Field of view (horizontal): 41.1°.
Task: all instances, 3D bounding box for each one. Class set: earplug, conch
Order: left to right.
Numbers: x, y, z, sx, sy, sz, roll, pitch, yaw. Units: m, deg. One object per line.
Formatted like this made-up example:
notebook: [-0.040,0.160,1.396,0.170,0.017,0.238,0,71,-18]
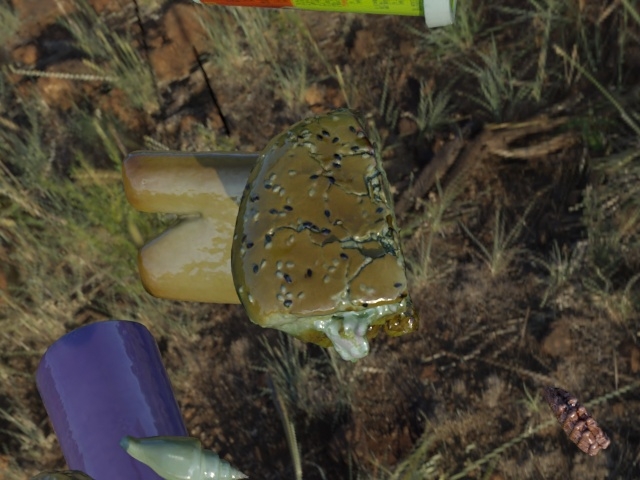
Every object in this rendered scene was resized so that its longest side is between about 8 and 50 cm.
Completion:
earplug: [-0.291,0.346,1.344,0.215,0.215,0.456,-32,48,-5]
conch: [-0.184,0.297,1.161,0.180,0.088,0.065,18,80,-3]

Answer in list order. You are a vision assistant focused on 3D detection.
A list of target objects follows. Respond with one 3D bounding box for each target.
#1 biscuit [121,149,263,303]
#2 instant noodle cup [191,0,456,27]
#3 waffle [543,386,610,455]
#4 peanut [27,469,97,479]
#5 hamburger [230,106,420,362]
biscuit: [-0.132,-0.015,1.200,0.290,0.237,0.062,4,26,12]
instant noodle cup: [0.001,-0.389,0.981,0.308,0.294,0.294,1,54,12]
waffle: [0.265,0.187,0.891,0.029,0.083,0.075,-37,14,-4]
peanut: [-0.247,0.336,0.958,0.313,0.149,0.149,-12,47,41]
hamburger: [0.000,0.000,0.916,0.192,0.168,0.288,-11,60,-1]
